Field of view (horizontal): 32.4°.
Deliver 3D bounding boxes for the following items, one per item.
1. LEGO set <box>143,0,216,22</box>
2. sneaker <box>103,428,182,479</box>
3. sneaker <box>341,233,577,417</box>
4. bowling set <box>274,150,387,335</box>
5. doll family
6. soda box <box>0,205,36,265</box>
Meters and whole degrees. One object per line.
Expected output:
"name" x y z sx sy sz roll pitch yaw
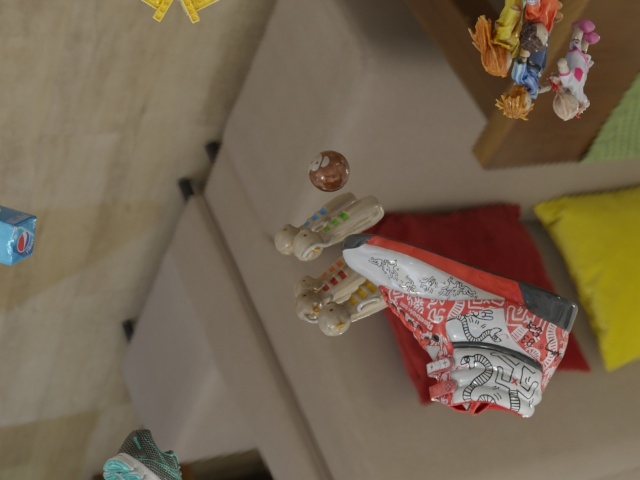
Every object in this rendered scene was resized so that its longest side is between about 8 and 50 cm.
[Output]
"LEGO set" -0.212 -0.372 1.516 0.287 0.107 0.132 -7 112 -16
"sneaker" -0.180 0.282 1.282 0.065 0.076 0.166 -11 128 29
"sneaker" 0.120 0.092 1.156 0.145 0.270 0.090 -69 155 -6
"bowling set" 0.000 0.000 1.430 0.154 0.200 0.287 -31 -173 -12
"doll family" 0.271 -0.249 1.436 0.118 0.163 0.263 9 160 31
"soda box" -0.570 -0.027 1.785 0.067 0.210 0.071 -40 144 -66
